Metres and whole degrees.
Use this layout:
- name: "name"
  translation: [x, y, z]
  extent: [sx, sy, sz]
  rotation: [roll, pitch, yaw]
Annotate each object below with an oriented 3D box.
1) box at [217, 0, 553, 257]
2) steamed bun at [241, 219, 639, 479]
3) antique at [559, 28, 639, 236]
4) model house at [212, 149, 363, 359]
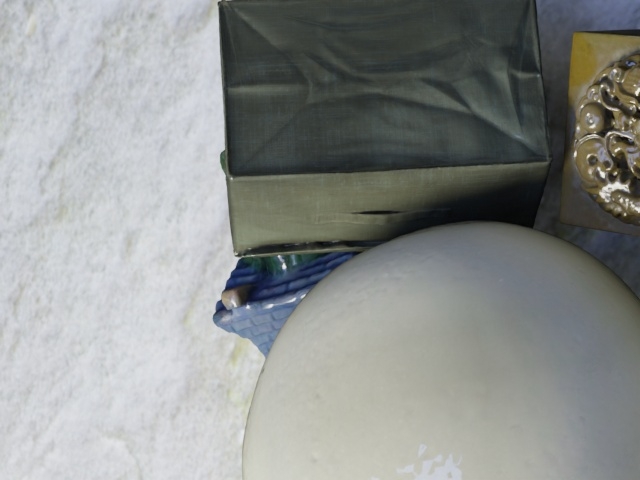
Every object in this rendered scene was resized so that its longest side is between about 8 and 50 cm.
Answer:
- name: "box"
  translation: [0.044, -0.083, 1.371]
  extent: [0.231, 0.149, 0.155]
  rotation: [-2, 67, -1]
- name: "steamed bun"
  translation: [0.095, 0.142, 1.303]
  extent: [0.324, 0.206, 0.324]
  rotation: [-7, 71, 21]
- name: "antique"
  translation: [0.260, -0.074, 1.306]
  extent: [0.152, 0.148, 0.146]
  rotation: [10, 101, 38]
- name: "model house"
  translation: [0.000, 0.000, 1.497]
  extent: [0.166, 0.172, 0.183]
  rotation: [-18, 86, 39]
